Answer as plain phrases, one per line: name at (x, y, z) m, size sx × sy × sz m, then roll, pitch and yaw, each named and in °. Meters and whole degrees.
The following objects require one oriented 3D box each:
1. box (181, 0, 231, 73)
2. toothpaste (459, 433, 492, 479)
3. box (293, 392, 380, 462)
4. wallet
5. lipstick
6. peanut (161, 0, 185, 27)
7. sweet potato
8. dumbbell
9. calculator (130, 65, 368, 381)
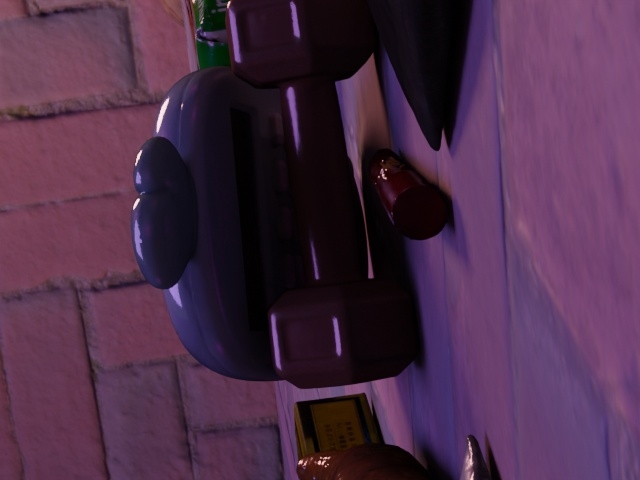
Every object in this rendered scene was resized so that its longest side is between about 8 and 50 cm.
box at (-0.056, -0.164, 1.423) m, size 0.250 × 0.103 × 0.180 m, roll -102°, pitch 5°, yaw -51°
toothpaste at (0.069, 0.156, 0.700) m, size 0.218 × 0.041 × 0.064 m, roll -99°, pitch 13°, yaw -65°
box at (0.025, 0.221, 1.265) m, size 0.220 × 0.064 × 0.141 m, roll -110°, pitch 14°, yaw -66°
wallet at (0.018, -0.173, 0.765) m, size 0.168 × 0.052 × 0.245 m, roll 83°, pitch 176°, yaw -64°
lipstick at (0.038, -0.025, 0.878) m, size 0.176 × 0.027 × 0.027 m, roll -114°, pitch 17°, yaw -81°
peanut at (-0.113, -0.312, 1.758) m, size 0.149 × 0.149 × 0.313 m, roll 87°, pitch 174°, yaw -51°
sweet potato at (0.038, 0.153, 0.951) m, size 0.314 × 0.066 × 0.072 m, roll -150°, pitch 46°, yaw -82°
dumbbell at (0.000, -0.034, 1.000) m, size 0.082 × 0.092 × 0.231 m, roll -6°, pitch -91°, yaw -66°
calculator at (-0.039, -0.008, 1.070) m, size 0.299 × 0.041 × 0.185 m, roll 5°, pitch -102°, yaw -65°
